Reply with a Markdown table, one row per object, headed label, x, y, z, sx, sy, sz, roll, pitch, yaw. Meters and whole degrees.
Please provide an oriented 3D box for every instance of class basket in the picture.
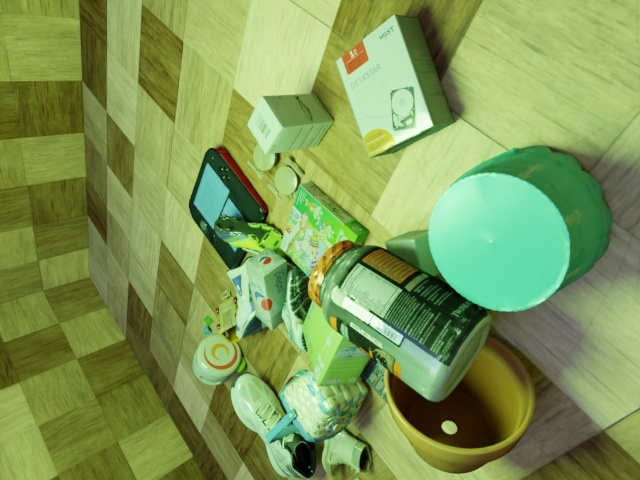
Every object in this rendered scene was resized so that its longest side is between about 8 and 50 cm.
| label | x | y | z | sx | sy | sz | roll | pitch | yaw |
| --- | --- | --- | --- | --- | --- | --- | --- | --- | --- |
| basket | -0.015 | 0.512 | 1.305 | 0.289 | 0.254 | 0.201 | -52 | 59 | 34 |

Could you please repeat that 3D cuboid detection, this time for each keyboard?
| label | x | y | z | sx | sy | sz | roll | pitch | yaw |
| --- | --- | --- | --- | --- | --- | --- | --- | --- | --- |
| keyboard | -0.170 | 0.065 | 1.443 | 0.256 | 0.014 | 0.072 | 14 | 158 | 44 |

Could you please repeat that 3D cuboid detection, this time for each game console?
| label | x | y | z | sx | sy | sz | roll | pitch | yaw |
| --- | --- | --- | --- | --- | --- | --- | --- | --- | --- |
| game console | -0.360 | -0.114 | 1.579 | 0.342 | 0.060 | 0.386 | 55 | 137 | 17 |

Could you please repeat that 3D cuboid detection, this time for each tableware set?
| label | x | y | z | sx | sy | sz | roll | pitch | yaw |
| --- | --- | --- | --- | --- | --- | --- | --- | --- | --- |
| tableware set | -0.132 | -0.222 | 1.305 | 0.194 | 0.039 | 0.128 | 49 | 124 | 14 |

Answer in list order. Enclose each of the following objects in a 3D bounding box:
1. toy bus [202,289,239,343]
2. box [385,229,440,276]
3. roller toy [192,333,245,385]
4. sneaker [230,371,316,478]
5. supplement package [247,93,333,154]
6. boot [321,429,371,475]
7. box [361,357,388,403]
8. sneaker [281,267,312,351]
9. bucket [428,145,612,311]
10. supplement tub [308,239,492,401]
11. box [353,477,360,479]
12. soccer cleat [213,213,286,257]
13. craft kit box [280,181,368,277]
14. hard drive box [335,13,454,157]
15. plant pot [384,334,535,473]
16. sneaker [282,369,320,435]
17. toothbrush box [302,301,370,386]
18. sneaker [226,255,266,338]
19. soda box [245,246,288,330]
| label | x | y | z | sx | sy | sz | roll | pitch | yaw |
| --- | --- | --- | --- | --- | --- | --- | --- | --- | --- |
| toy bus | -0.350 | 0.314 | 1.698 | 0.191 | 0.202 | 0.104 | 0 | 136 | 40 |
| box | 0.220 | 0.034 | 0.973 | 0.087 | 0.102 | 0.101 | -5 | 102 | 50 |
| roller toy | -0.448 | 0.510 | 1.821 | 0.209 | 0.191 | 0.146 | 53 | 137 | 18 |
| sneaker | -0.150 | 0.679 | 1.577 | 0.448 | 0.169 | 0.257 | 58 | 143 | 0 |
| supplement package | -0.077 | -0.305 | 1.101 | 0.105 | 0.179 | 0.105 | 57 | 138 | 14 |
| boot | 0.088 | 0.730 | 1.414 | 0.165 | 0.077 | 0.213 | 17 | 114 | 41 |
| box | 0.189 | 0.317 | 1.154 | 0.183 | 0.056 | 0.231 | 41 | 132 | 29 |
| sneaker | -0.085 | 0.221 | 1.372 | 0.122 | 0.110 | 0.283 | 10 | 112 | 45 |
| bucket | 0.342 | -0.018 | 0.757 | 0.281 | 0.183 | 0.281 | 21 | 120 | 41 |
| supplement tub | 0.149 | 0.144 | 0.865 | 0.338 | 0.207 | 0.207 | 32 | 127 | 33 |
| box | 0.183 | 0.950 | 1.362 | 0.311 | 0.121 | 0.148 | 31 | 127 | 36 |
| soccer cleat | -0.228 | -0.007 | 1.441 | 0.289 | 0.093 | 0.121 | 20 | 156 | 18 |
| craft kit box | 0.000 | 0.000 | 1.238 | 0.246 | 0.061 | 0.250 | 41 | 132 | 26 |
| hard drive box | 0.155 | -0.321 | 0.913 | 0.181 | 0.089 | 0.232 | -20 | 90 | 49 |
| plant pot | 0.288 | 0.359 | 0.920 | 0.291 | 0.291 | 0.204 | 29 | 142 | 37 |
| sneaker | -0.066 | 0.597 | 1.490 | 0.104 | 0.125 | 0.262 | -17 | 92 | 50 |
| toothbrush box | 0.058 | 0.228 | 1.155 | 0.206 | 0.122 | 0.283 | -111 | 31 | -47 |
| sneaker | -0.258 | 0.184 | 1.552 | 0.182 | 0.127 | 0.316 | 38 | 123 | 36 |
| soda box | -0.165 | 0.164 | 1.390 | 0.091 | 0.098 | 0.286 | 34 | 144 | 30 |
